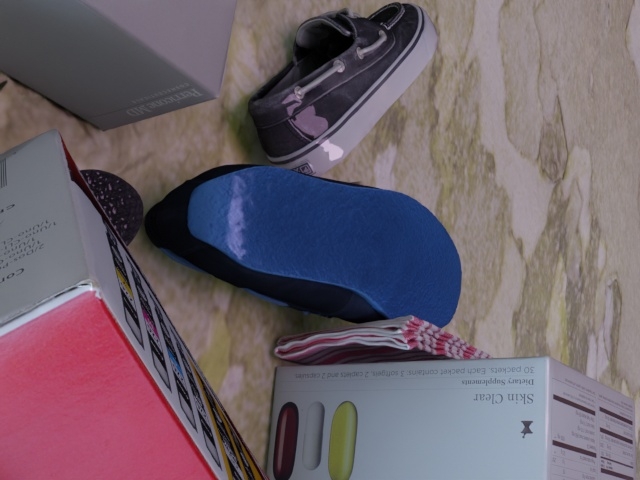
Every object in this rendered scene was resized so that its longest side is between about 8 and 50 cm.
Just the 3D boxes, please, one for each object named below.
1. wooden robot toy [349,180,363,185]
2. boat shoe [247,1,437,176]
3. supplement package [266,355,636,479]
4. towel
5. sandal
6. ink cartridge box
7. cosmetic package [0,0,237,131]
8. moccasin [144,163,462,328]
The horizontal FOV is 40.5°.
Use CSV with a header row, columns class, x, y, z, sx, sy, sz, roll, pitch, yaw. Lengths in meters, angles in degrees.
class,x,y,z,sx,sy,sz,roll,pitch,yaw
wooden robot toy,0.083,0.009,0.908,0.076,0.079,0.173,-50,123,-46
boat shoe,0.021,-0.177,0.845,0.102,0.108,0.301,59,45,-24
supplement package,0.114,0.194,0.759,0.204,0.262,0.145,26,62,-49
towel,0.070,0.115,0.813,0.197,0.144,0.029,29,56,-49
sandal,-0.194,0.010,0.568,0.179,0.040,0.067,-41,113,-33
ink cartridge box,-0.102,0.138,0.440,0.130,0.272,0.309,-29,120,-7
cosmetic package,-0.176,-0.171,0.547,0.238,0.127,0.107,33,58,-44
moccasin,0.000,0.000,0.762,0.342,0.117,0.137,25,69,-45
